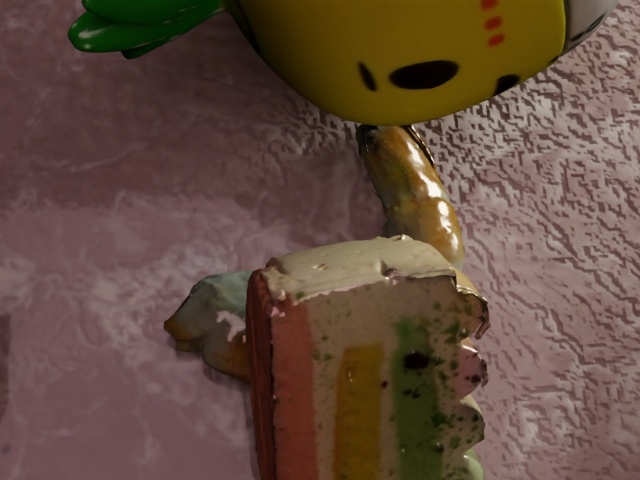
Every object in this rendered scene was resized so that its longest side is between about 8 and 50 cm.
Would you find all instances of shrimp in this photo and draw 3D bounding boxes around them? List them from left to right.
[{"bbox_3d":[0.000,0.000,0.721,0.161,0.049,0.166,5,74,-6],"label":"shrimp"}]

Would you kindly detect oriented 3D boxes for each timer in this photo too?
[{"bbox_3d":[-0.007,-0.165,0.660,0.285,0.285,0.285,1,76,-5],"label":"timer"}]

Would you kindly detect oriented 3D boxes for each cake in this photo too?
[{"bbox_3d":[0.022,0.103,0.669,0.109,0.090,0.225,-8,114,-12],"label":"cake"}]
